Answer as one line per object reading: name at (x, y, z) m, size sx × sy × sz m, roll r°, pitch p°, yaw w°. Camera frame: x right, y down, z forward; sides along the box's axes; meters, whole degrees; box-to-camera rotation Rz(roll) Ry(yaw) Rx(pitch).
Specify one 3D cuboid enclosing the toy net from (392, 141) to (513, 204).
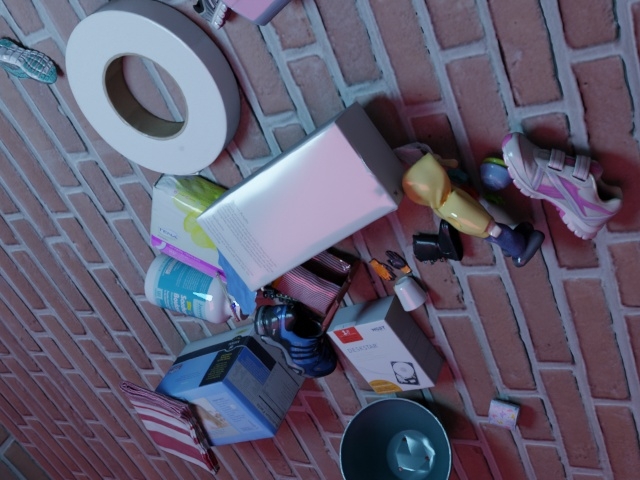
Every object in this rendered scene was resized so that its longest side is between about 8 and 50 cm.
toy net at (0.252, -0.139, 1.414) m, size 0.232 × 0.045 × 0.122 m, roll 22°, pitch 166°, yaw 13°

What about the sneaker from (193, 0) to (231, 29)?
sneaker at (-0.189, -0.461, 1.336) m, size 0.075 × 0.063 × 0.170 m, roll 27°, pitch 143°, yaw -4°

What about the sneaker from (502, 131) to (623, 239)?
sneaker at (0.429, -0.116, 1.298) m, size 0.252 × 0.103 × 0.111 m, roll 34°, pitch 134°, yaw -13°

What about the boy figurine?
boy figurine at (0.271, -0.061, 1.374) m, size 0.285 × 0.177 × 0.092 m, roll 33°, pitch 102°, yaw -15°

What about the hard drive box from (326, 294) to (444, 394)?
hard drive box at (0.159, 0.257, 1.799) m, size 0.181 × 0.089 × 0.232 m, roll -19°, pitch 118°, yaw 40°

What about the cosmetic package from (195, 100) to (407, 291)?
cosmetic package at (-0.033, -0.078, 1.420) m, size 0.365 × 0.155 × 0.197 m, roll -30°, pitch 102°, yaw 28°

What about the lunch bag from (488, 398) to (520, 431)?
lunch bag at (0.451, 0.421, 1.815) m, size 0.071 × 0.053 × 0.083 m, roll 12°, pitch 144°, yaw 22°

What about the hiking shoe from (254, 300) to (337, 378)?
hiking shoe at (-0.035, 0.259, 1.859) m, size 0.132 × 0.113 × 0.304 m, roll -15°, pitch 140°, yaw 33°

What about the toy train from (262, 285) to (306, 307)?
toy train at (-0.083, 0.137, 1.849) m, size 0.158 × 0.027 × 0.036 m, roll 10°, pitch 110°, yaw 37°

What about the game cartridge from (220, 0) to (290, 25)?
game cartridge at (-0.145, -0.512, 1.223) m, size 0.196 × 0.060 × 0.294 m, roll -37°, pitch 107°, yaw 25°

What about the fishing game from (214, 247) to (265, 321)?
fishing game at (-0.180, 0.076, 1.649) m, size 0.189 × 0.041 × 0.264 m, roll 62°, pitch 154°, yaw 15°

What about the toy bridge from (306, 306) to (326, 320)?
toy bridge at (-0.010, 0.168, 1.855) m, size 0.063 × 0.026 × 0.188 m, roll 35°, pitch 137°, yaw -7°

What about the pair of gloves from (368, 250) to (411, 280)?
pair of gloves at (0.156, 0.059, 1.671) m, size 0.074 × 0.010 × 0.083 m, roll 43°, pitch 135°, yaw -13°

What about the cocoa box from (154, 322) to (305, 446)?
cocoa box at (-0.260, 0.412, 2.075) m, size 0.347 × 0.228 × 0.231 m, roll -22°, pitch 117°, yaw 41°

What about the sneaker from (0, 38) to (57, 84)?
sneaker at (-0.667, -0.394, 1.683) m, size 0.166 × 0.065 × 0.076 m, roll 29°, pitch 154°, yaw 6°

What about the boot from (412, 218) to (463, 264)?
boot at (0.238, -0.002, 1.546) m, size 0.099 × 0.045 × 0.121 m, roll 2°, pitch 131°, yaw 32°

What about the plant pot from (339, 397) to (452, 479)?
plant pot at (0.218, 0.569, 1.955) m, size 0.290 × 0.290 × 0.195 m, roll 8°, pitch 168°, yaw 23°

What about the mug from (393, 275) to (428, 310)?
mug at (0.193, 0.118, 1.672) m, size 0.078 × 0.062 × 0.064 m, roll -26°, pitch 106°, yaw 35°

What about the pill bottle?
pill bottle at (-0.303, 0.126, 1.891) m, size 0.264 × 0.146 × 0.146 m, roll 14°, pitch 135°, yaw 18°

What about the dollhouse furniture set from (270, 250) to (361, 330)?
dollhouse furniture set at (0.000, 0.000, 1.597) m, size 0.201 × 0.152 × 0.374 m, roll 27°, pitch 137°, yaw 4°

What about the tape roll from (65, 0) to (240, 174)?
tape roll at (-0.352, -0.314, 1.562) m, size 0.392 × 0.072 × 0.392 m, roll 15°, pitch 136°, yaw 16°

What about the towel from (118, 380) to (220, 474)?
towel at (-0.423, 0.534, 2.091) m, size 0.237 × 0.037 × 0.329 m, roll 13°, pitch 138°, yaw 29°

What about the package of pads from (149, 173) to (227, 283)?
package of pads at (-0.261, -0.025, 1.759) m, size 0.296 × 0.101 × 0.229 m, roll 25°, pitch 138°, yaw 6°
